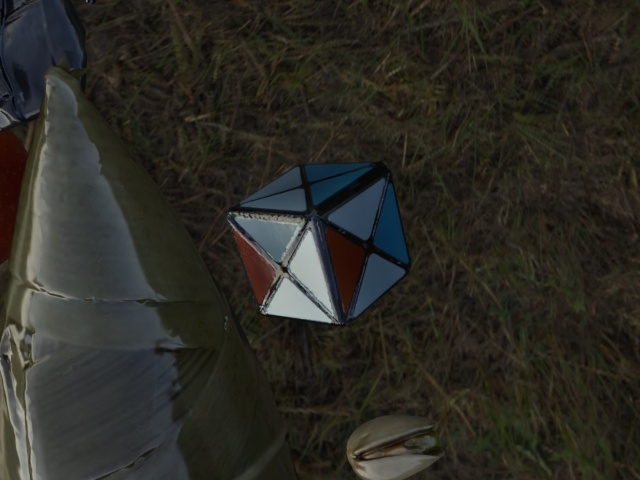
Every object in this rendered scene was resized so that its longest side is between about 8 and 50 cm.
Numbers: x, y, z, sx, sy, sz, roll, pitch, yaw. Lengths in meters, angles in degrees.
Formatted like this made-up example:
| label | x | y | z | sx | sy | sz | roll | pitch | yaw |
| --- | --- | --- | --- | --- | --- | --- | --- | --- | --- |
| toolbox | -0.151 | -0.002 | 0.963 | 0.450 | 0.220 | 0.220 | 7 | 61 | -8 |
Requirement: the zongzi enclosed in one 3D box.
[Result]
| label | x | y | z | sx | sy | sz | roll | pitch | yaw |
| --- | --- | --- | --- | --- | --- | --- | --- | --- | --- |
| zongzi | -0.157 | 0.070 | 0.698 | 0.218 | 0.500 | 0.467 | -7 | 107 | -16 |

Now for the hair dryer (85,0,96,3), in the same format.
| label | x | y | z | sx | sy | sz | roll | pitch | yaw |
| --- | --- | --- | --- | --- | --- | --- | --- | --- | --- |
| hair dryer | -0.322 | -0.375 | 1.122 | 0.083 | 0.031 | 0.079 | 44 | 131 | 16 |

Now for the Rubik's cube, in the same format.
| label | x | y | z | sx | sy | sz | roll | pitch | yaw |
| --- | --- | --- | --- | --- | --- | --- | --- | --- | --- |
| Rubik's cube | 0.000 | 0.001 | 1.632 | 0.248 | 0.246 | 0.250 | 6 | 121 | 41 |

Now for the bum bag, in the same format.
| label | x | y | z | sx | sy | sz | roll | pitch | yaw |
| --- | --- | --- | --- | --- | --- | --- | --- | --- | --- |
| bum bag | -0.298 | -0.136 | 0.713 | 0.248 | 0.060 | 0.123 | -21 | 83 | 31 |

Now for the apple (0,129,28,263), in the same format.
| label | x | y | z | sx | sy | sz | roll | pitch | yaw |
| --- | --- | --- | --- | --- | --- | --- | --- | --- | --- |
| apple | -0.499 | -0.071 | 1.046 | 0.260 | 0.260 | 0.217 | 17 | 129 | 2 |

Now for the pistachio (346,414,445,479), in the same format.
| label | x | y | z | sx | sy | sz | roll | pitch | yaw |
| --- | --- | --- | --- | --- | --- | --- | --- | --- | --- |
| pistachio | 0.149 | 0.425 | 1.696 | 0.215 | 0.144 | 0.144 | -17 | 111 | 24 |
